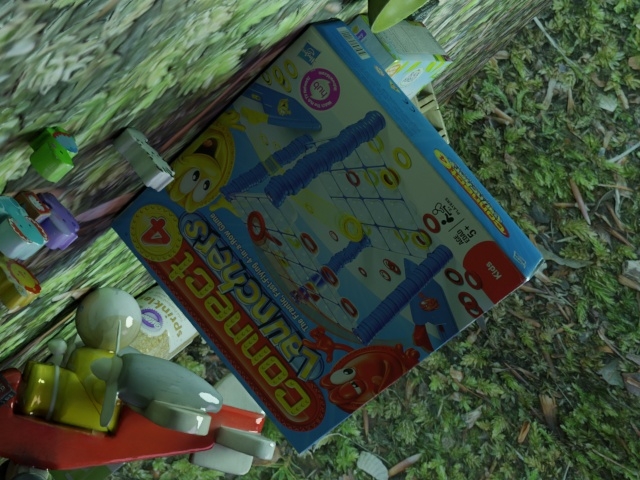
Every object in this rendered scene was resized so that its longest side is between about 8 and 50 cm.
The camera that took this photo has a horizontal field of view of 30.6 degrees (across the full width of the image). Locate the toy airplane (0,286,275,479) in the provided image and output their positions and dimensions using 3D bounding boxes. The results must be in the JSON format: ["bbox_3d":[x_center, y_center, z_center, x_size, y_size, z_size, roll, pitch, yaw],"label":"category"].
[{"bbox_3d":[-0.242,0.193,1.527,0.386,0.272,0.384,-5,-179,25],"label":"toy airplane"}]

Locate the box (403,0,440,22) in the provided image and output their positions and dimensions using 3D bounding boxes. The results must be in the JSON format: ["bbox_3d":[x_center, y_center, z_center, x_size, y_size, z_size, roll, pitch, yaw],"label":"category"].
[{"bbox_3d":[0.098,-0.259,1.400,0.083,0.018,0.067,-38,178,-42],"label":"box"}]

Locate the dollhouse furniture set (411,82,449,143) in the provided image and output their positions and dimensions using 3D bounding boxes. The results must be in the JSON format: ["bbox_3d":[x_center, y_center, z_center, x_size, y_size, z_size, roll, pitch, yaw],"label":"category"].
[{"bbox_3d":[0.101,-0.191,1.973,0.184,0.128,0.129,-15,-171,22],"label":"dollhouse furniture set"}]

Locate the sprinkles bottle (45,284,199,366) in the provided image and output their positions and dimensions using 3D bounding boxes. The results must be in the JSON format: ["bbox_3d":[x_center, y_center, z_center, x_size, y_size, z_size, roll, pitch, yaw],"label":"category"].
[{"bbox_3d":[-0.302,0.164,1.946,0.121,0.121,0.355,-41,178,38],"label":"sprinkles bottle"}]

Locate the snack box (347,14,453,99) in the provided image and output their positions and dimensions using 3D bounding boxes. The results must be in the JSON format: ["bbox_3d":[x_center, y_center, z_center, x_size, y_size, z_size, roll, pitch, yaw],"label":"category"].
[{"bbox_3d":[0.038,-0.169,1.310,0.174,0.070,0.207,-40,173,22],"label":"snack box"}]

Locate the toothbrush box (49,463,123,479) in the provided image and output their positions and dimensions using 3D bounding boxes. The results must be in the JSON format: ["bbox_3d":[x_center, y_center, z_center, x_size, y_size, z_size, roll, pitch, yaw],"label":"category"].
[{"bbox_3d":[-0.433,0.338,2.155,0.122,0.206,0.283,-38,177,-38],"label":"toothbrush box"}]

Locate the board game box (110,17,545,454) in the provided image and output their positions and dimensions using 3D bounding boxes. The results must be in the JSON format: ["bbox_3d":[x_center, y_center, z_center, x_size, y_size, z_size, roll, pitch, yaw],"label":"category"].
[{"bbox_3d":[0.000,0.000,1.143,0.302,0.308,0.086,-42,177,24],"label":"board game box"}]

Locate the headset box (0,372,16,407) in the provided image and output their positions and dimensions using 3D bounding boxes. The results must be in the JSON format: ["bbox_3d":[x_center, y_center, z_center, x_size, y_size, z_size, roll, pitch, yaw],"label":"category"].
[{"bbox_3d":[-0.329,0.131,1.134,0.032,0.083,0.062,-39,177,-14],"label":"headset box"}]

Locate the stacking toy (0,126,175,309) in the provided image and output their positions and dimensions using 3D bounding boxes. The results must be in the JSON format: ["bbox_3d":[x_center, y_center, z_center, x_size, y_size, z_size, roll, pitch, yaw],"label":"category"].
[{"bbox_3d":[-0.203,-0.008,0.830,0.167,0.052,0.221,-41,178,10],"label":"stacking toy"}]

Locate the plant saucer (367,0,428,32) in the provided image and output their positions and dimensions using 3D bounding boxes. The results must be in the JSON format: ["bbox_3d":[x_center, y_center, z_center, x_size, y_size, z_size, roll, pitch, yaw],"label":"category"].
[{"bbox_3d":[0.128,-0.285,1.082,0.241,0.037,0.241,-41,178,-2],"label":"plant saucer"}]
